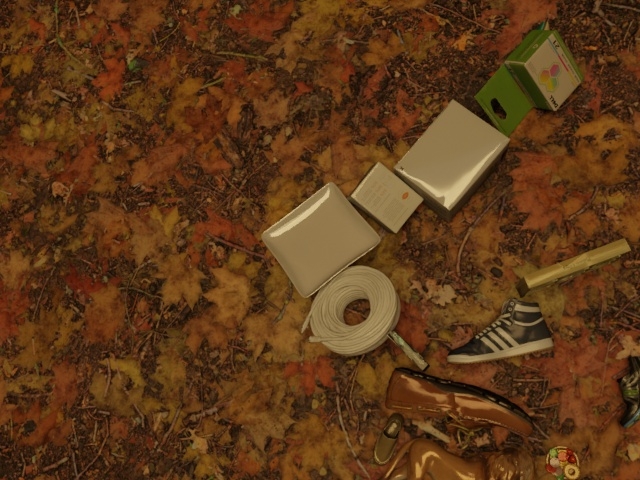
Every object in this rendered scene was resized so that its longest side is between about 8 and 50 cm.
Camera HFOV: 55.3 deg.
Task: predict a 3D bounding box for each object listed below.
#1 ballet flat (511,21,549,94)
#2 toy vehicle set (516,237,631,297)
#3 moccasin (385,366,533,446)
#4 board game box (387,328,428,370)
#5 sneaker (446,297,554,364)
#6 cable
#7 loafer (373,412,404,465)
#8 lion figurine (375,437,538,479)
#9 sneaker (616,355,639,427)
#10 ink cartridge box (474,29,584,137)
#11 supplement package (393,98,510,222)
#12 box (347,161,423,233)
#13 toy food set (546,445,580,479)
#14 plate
[{"bbox_3d":[0.622,-0.525,1.801,0.086,0.086,0.248,32,87,17],"label":"ballet flat"},{"bbox_3d":[0.654,0.076,1.601,0.266,0.166,0.035,-22,74,6],"label":"toy vehicle set"},{"bbox_3d":[0.356,0.447,1.594,0.380,0.139,0.147,12,86,12],"label":"moccasin"},{"bbox_3d":[0.236,0.295,1.626,0.026,0.186,0.126,-45,74,-1],"label":"board game box"},{"bbox_3d":[0.466,0.242,1.636,0.282,0.099,0.153,-11,80,2],"label":"sneaker"},{"bbox_3d":[0.096,0.195,1.689,0.257,0.089,0.257,8,64,33],"label":"cable"},{"bbox_3d":[0.181,0.538,1.653,0.056,0.050,0.148,19,82,15],"label":"loafer"},{"bbox_3d":[0.335,0.596,1.559,0.392,0.142,0.240,17,85,13],"label":"lion figurine"},{"bbox_3d":[0.797,0.386,1.563,0.078,0.067,0.188,12,81,35],"label":"sneaker"},{"bbox_3d":[0.588,-0.431,1.718,0.255,0.189,0.097,-49,30,-2],"label":"ink cartridge box"},{"bbox_3d":[0.372,-0.223,1.740,0.204,0.145,0.262,40,88,17],"label":"supplement package"},{"bbox_3d":[0.184,-0.120,1.755,0.170,0.091,0.130,40,87,-5],"label":"box"},{"bbox_3d":[0.622,0.572,1.570,0.082,0.020,0.083,-2,77,11],"label":"toy food set"},{"bbox_3d":[0.000,0.000,1.786,0.277,0.045,0.278,-37,56,-1],"label":"plate"}]
